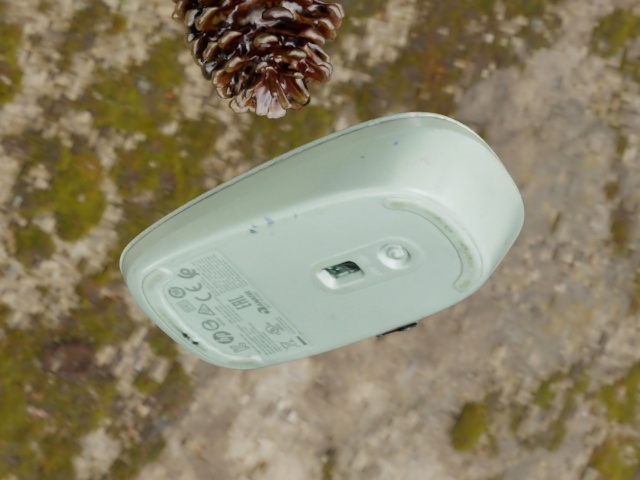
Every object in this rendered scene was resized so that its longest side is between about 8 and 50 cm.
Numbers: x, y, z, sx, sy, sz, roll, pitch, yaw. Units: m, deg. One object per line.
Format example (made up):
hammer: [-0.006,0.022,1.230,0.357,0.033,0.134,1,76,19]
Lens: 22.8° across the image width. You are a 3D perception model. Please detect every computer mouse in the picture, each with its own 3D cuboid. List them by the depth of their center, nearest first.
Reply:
computer mouse: [0.001,-0.005,1.110,0.159,0.288,0.097,45,38,-38]

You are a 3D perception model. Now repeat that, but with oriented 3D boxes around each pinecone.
pinecone: [-0.036,-0.120,0.876,0.102,0.102,0.109,26,57,-42]
